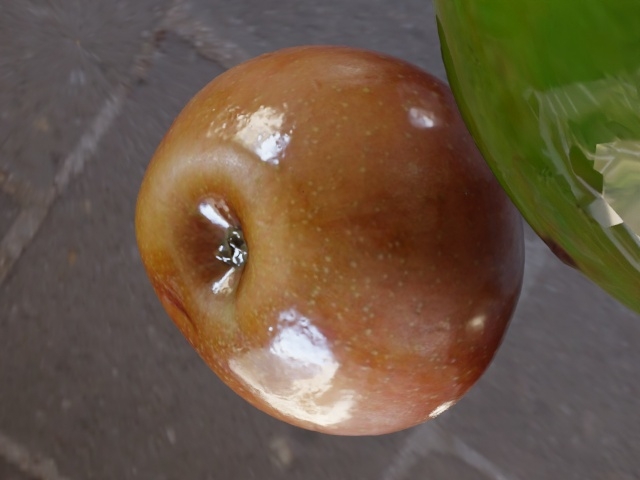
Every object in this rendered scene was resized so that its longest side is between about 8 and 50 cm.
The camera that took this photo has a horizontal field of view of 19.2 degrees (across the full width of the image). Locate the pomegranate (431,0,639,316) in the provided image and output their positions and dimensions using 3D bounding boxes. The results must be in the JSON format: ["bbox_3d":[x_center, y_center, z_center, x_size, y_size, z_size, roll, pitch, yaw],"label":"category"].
[{"bbox_3d":[0.175,-0.112,0.449,0.309,0.216,0.358,4,109,12],"label":"pomegranate"}]

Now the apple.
[{"bbox_3d":[0.000,0.000,0.955,0.162,0.201,0.201,-3,97,-36],"label":"apple"}]
